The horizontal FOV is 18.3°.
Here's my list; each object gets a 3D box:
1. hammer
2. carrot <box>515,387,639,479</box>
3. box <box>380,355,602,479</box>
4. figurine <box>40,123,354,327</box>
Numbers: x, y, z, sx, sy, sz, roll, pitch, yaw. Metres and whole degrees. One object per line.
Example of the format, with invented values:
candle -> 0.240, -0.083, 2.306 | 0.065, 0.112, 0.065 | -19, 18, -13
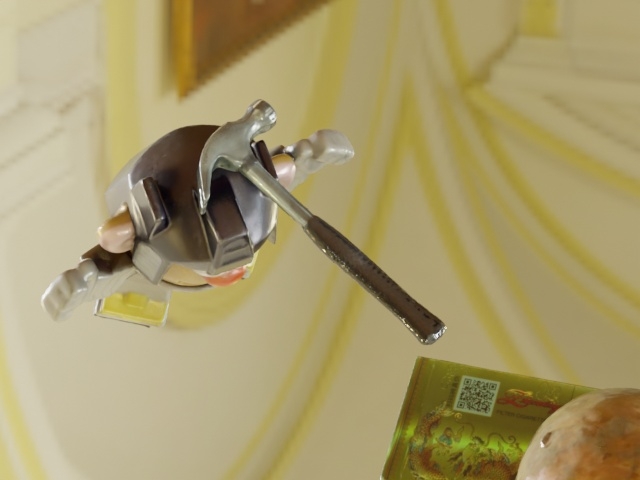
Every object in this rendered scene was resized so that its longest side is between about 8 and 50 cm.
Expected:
hammer -> 0.000, 0.000, 1.595 | 0.246, 0.029, 0.103 | 44, -114, 9
carrot -> 0.282, 0.305, 1.847 | 0.224, 0.224, 0.340 | 4, -136, 3
box -> 0.240, 0.243, 2.337 | 0.311, 0.043, 0.173 | 9, -117, 17
figurine -> -0.115, -0.017, 1.749 | 0.143, 0.308, 0.308 | 41, -152, 3
